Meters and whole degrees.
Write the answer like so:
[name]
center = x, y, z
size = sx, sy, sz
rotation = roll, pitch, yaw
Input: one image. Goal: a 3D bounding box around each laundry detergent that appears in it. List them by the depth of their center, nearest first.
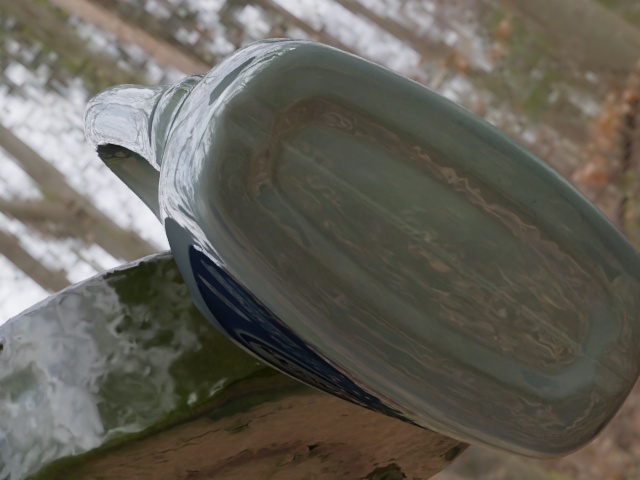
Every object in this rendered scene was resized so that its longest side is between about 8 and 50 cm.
[laundry detergent]
center = 0.000, 0.000, 0.781
size = 0.105, 0.215, 0.280
rotation = -59, 16, -6

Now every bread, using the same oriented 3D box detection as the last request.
[bread]
center = -0.079, 0.134, 1.279
size = 0.381, 0.129, 0.366
rotation = -12, -26, -19
